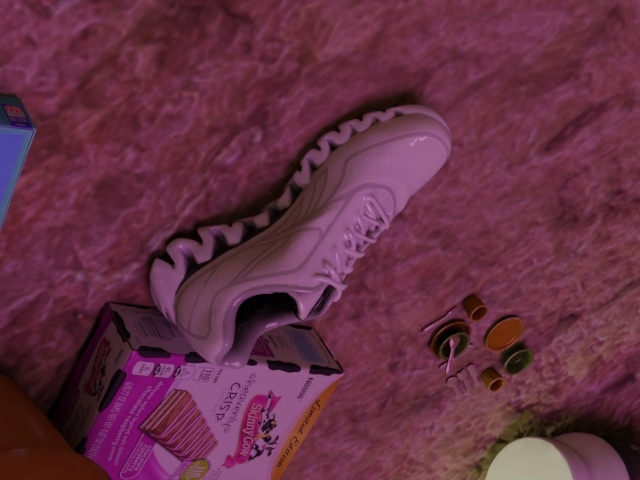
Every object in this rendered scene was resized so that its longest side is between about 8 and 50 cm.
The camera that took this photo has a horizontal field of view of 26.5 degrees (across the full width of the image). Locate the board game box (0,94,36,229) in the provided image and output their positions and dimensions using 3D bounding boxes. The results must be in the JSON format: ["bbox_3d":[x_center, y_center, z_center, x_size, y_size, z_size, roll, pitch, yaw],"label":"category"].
[{"bbox_3d":[-0.325,-0.036,0.954,0.210,0.047,0.160,5,124,-35],"label":"board game box"}]

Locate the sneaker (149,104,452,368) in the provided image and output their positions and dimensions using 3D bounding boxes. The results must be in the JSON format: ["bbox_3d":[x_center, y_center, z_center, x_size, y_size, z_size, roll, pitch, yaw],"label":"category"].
[{"bbox_3d":[0.000,0.000,1.147,0.292,0.118,0.110,-37,136,-1],"label":"sneaker"}]

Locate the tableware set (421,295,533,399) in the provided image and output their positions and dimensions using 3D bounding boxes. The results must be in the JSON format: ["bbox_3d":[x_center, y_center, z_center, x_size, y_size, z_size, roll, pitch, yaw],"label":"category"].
[{"bbox_3d":[0.171,0.112,1.426,0.104,0.024,0.154,-33,137,-3],"label":"tableware set"}]

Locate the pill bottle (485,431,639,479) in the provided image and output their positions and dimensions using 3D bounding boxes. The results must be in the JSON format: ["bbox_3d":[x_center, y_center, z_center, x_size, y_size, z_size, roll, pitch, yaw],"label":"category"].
[{"bbox_3d":[0.330,0.313,1.608,0.278,0.162,0.162,17,117,-42],"label":"pill bottle"}]

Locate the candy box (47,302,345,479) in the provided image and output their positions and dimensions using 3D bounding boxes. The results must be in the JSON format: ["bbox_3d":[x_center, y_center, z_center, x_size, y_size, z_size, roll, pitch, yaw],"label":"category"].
[{"bbox_3d":[-0.114,0.149,1.239,0.233,0.071,0.159,9,121,-38],"label":"candy box"}]

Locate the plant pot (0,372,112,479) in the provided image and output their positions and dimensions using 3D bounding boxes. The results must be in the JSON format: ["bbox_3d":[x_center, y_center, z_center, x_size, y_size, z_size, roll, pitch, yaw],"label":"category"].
[{"bbox_3d":[-0.275,0.212,1.105,0.205,0.188,0.205,-18,135,-19],"label":"plant pot"}]
